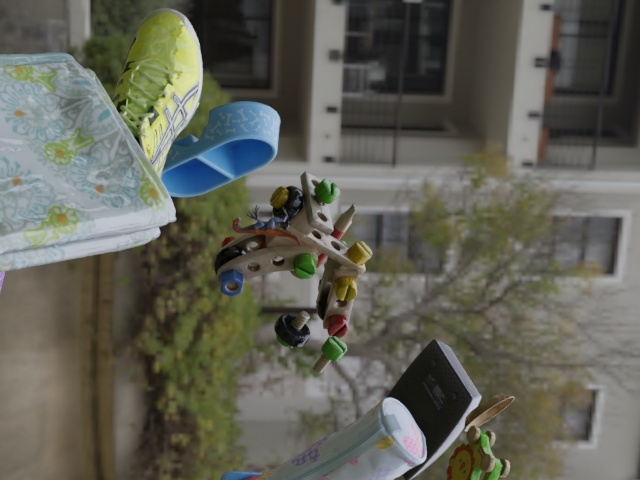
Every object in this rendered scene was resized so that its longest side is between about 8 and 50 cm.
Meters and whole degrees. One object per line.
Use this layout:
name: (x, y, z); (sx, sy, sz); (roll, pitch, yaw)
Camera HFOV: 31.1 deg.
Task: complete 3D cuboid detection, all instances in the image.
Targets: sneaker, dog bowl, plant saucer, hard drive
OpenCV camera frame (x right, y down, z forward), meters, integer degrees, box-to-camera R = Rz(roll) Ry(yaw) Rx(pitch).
sneaker: (-0.292, -0.205, 1.942); (0.147, 0.145, 0.384); (-162, -94, -88)
dog bowl: (-0.212, -0.172, 2.270); (0.166, 0.297, 0.074); (31, 42, -54)
plant saucer: (0.231, 0.236, 1.599); (0.015, 0.083, 0.083); (56, -20, 21)
hard drive: (0.210, 0.334, 2.258); (0.254, 0.054, 0.172); (-58, -134, 32)

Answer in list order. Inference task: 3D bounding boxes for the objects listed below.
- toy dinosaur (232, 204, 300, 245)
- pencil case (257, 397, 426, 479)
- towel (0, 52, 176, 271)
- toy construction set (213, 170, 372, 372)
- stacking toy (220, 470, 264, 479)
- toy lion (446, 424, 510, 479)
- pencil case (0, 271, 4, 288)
toy dinosaur: (-0.086, -0.021, 1.712); (0.047, 0.082, 0.090); (74, -11, -63)
pencil case: (0.030, 0.348, 1.769); (0.124, 0.273, 0.113); (38, 26, -42)
towel: (-0.410, -0.115, 1.548); (0.320, 0.374, 0.090); (57, -48, 21)
toy construction set: (0.000, 0.000, 1.854); (0.237, 0.257, 0.309); (-54, -179, 26)
stacking toy: (-0.077, 0.500, 2.011); (0.302, 0.166, 0.175); (154, -56, -71)
toy lion: (0.201, 0.302, 1.519); (0.096, 0.034, 0.100); (-62, -158, 19)
pencil case: (-0.546, 0.055, 1.870); (0.086, 0.088, 0.206); (-81, -170, -64)
